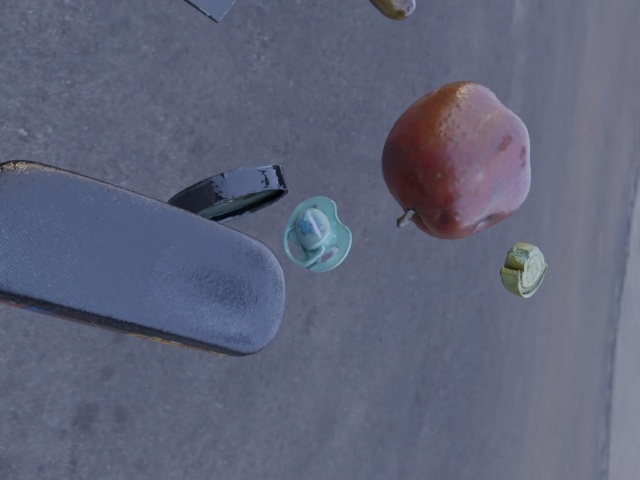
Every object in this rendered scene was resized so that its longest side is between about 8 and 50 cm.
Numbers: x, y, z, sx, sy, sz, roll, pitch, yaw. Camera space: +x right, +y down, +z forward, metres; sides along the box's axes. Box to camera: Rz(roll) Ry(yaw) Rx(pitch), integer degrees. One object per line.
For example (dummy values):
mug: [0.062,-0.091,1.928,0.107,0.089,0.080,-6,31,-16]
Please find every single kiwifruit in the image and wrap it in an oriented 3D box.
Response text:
kiwifruit: [0.127,-0.474,1.536,0.124,0.075,0.075,44,45,-14]

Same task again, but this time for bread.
bread: [0.485,0.068,1.942,0.117,0.064,0.156,-56,140,-14]

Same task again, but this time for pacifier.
pacifier: [0.000,0.000,1.446,0.150,0.127,0.116,55,8,31]

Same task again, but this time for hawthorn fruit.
hawthorn fruit: [0.244,-0.133,1.492,0.300,0.275,0.275,-44,139,-7]

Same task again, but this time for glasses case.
glasses case: [-0.170,0.024,0.744,0.321,0.082,0.122,20,70,-35]

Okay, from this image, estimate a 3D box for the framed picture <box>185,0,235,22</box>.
framed picture: [-0.245,-0.519,1.304,0.324,0.013,0.244,33,57,-8]

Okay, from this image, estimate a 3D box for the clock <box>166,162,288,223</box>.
clock: [-0.136,-0.062,1.201,0.184,0.185,0.040,-6,75,-62]
